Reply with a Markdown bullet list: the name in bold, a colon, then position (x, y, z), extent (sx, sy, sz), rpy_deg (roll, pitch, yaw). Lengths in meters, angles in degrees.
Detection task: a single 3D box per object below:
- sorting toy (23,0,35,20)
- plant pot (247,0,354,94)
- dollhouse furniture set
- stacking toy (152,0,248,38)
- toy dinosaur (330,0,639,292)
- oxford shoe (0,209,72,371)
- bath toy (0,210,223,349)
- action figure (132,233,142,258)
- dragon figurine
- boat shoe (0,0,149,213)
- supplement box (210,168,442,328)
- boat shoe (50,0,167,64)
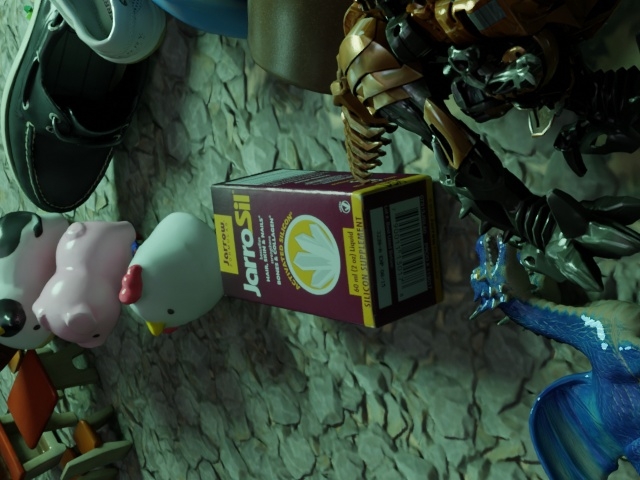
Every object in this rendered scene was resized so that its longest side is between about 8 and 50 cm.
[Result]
- **sorting toy**: position (-0.354, -0.308, 1.085), extent (0.062, 0.012, 0.083), rpy_deg (29, 119, 34)
- **plant pot**: position (0.019, -0.196, 0.599), extent (0.167, 0.167, 0.165), rpy_deg (39, 136, 34)
- **dollhouse furniture set**: position (-0.402, 0.242, 1.223), extent (0.262, 0.135, 0.259), rpy_deg (54, 136, 21)
- **stacking toy**: position (-0.051, -0.317, 0.657), extent (0.166, 0.175, 0.302), rpy_deg (42, 119, 28)
- **toy dinosaur**: position (0.090, -0.103, 0.496), extent (0.218, 0.164, 0.322), rpy_deg (36, 177, -6)
- **oxford shoe**: position (-0.439, 0.092, 1.126), extent (0.130, 0.348, 0.123), rpy_deg (56, 177, 30)
- **bath toy**: position (-0.261, 0.046, 0.933), extent (0.348, 0.129, 0.151), rpy_deg (-1, 105, 27)
- **action figure**: position (-0.219, 0.009, 1.025), extent (0.115, 0.030, 0.038), rpy_deg (33, 120, 43)
- **dragon figurine**: position (0.190, 0.115, 0.553), extent (0.144, 0.085, 0.289), rpy_deg (-33, 73, 50)
- **boat shoe**: position (-0.239, -0.154, 0.921), extent (0.113, 0.127, 0.340), rpy_deg (50, 126, 41)
- **supplement box**: position (0.000, 0.000, 0.735), extent (0.188, 0.081, 0.104), rpy_deg (7, 107, 47)
- **boat shoe**: position (-0.225, -0.282, 0.762), extent (0.098, 0.096, 0.277), rpy_deg (-31, 91, 11)
